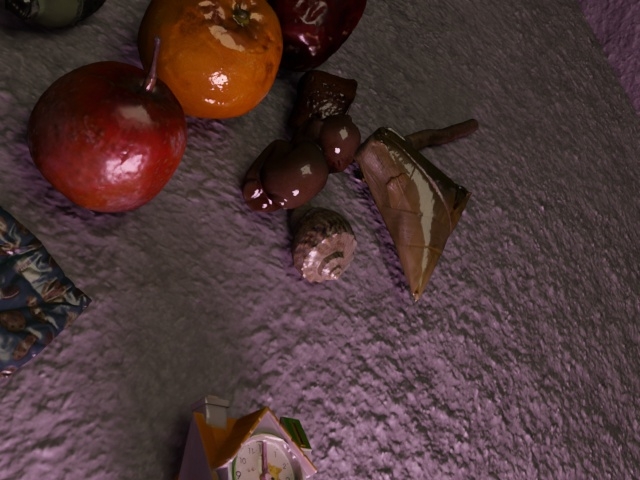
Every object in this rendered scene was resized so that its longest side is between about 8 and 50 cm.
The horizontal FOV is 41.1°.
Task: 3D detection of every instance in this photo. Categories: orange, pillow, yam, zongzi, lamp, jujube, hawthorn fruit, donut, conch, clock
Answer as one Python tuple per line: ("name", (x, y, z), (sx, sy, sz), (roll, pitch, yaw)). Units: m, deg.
("orange", (-0.200, -0.346, 1.539), (0.261, 0.261, 0.261), (23, 52, -33))
("pillow", (-0.462, 0.048, 1.197), (0.255, 0.034, 0.189), (49, 42, -10))
("yam", (0.294, -0.259, 2.094), (0.045, 0.045, 0.327), (36, 34, 25))
("zongzi", (0.158, -0.062, 1.780), (0.274, 0.145, 0.300), (40, 51, -13))
("lamp", (-0.440, -0.418, 1.457), (0.101, 0.101, 0.250), (52, 32, -6))
("jujube", (-0.021, -0.503, 1.823), (0.223, 0.223, 0.318), (37, 50, -22))
("hawthorn fruit", (-0.313, -0.157, 1.328), (0.235, 0.262, 0.231), (26, 68, -65))
("donut", (0.009, -0.287, 1.779), (0.126, 0.144, 0.187), (19, 78, -10))
("conch", (0.000, 0.000, 1.638), (0.207, 0.130, 0.155), (61, 2, 38))
("clock", (-0.106, 0.380, 1.235), (0.235, 0.166, 0.310), (18, 53, -36))

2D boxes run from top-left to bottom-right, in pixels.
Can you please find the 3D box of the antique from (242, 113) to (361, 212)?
("antique", (-0.021, -0.152, 1.609), (0.257, 0.143, 0.121), (-40, 110, -35))
